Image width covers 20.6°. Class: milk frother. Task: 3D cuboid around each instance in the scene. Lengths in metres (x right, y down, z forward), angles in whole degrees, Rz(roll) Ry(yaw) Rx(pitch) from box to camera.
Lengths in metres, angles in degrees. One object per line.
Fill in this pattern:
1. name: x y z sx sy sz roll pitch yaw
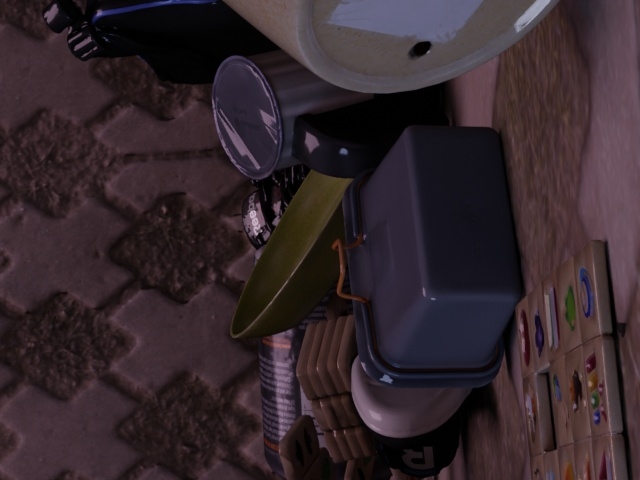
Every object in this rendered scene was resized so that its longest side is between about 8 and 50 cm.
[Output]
1. milk frother: 0.015 -0.119 1.152 0.129 0.134 0.143 18 119 53

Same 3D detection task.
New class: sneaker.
1. sneaker: 0.066 0.114 1.153 0.217 0.079 0.121 -80 -15 -69
2. sneaker: -0.004 -0.038 1.591 0.276 0.135 0.098 96 172 -63

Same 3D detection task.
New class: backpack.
1. backpack: -0.059 -0.219 1.404 0.263 0.276 0.213 71 -161 -78

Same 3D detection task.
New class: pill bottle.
1. pill bottle: 0.012 0.124 1.508 0.130 0.130 0.246 -112 19 -79

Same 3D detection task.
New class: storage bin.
1. storage bin: 0.061 0.002 0.976 0.091 0.098 0.135 114 154 -60

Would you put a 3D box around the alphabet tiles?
1. alphabet tiles: 0.118 0.132 0.799 0.198 0.009 0.237 107 158 -80

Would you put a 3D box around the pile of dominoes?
1. pile of dominoes: 0.044 0.174 1.272 0.196 0.040 0.251 -75 -32 -53

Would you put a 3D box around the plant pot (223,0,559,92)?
1. plant pot: -0.003 -0.203 0.755 0.256 0.256 0.274 91 158 -56

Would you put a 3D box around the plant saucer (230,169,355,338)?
1. plant saucer: 0.009 -0.021 1.341 0.241 0.037 0.241 -56 8 12
